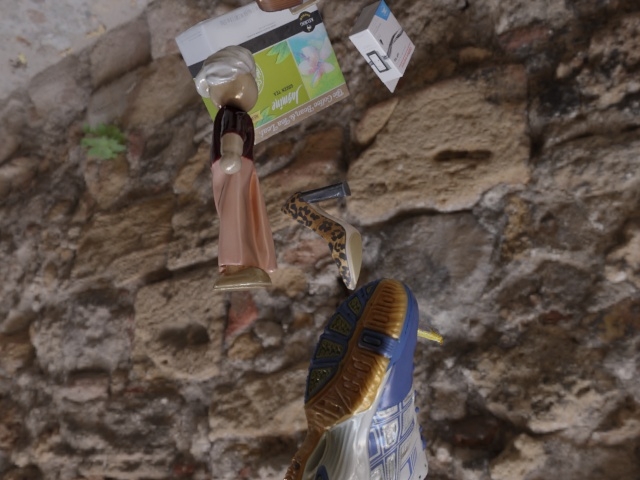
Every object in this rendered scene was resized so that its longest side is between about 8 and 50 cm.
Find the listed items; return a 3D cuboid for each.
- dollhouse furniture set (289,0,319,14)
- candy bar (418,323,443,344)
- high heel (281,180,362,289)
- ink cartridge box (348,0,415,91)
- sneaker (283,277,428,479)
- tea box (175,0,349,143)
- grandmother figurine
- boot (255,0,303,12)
[{"bbox_3d":[-0.020,-0.522,0.950,0.197,0.151,0.301,-29,165,-1],"label":"dollhouse furniture set"},{"bbox_3d":[0.142,0.146,1.024,0.161,0.018,0.040,19,-165,-15],"label":"candy bar"},{"bbox_3d":[0.000,0.000,1.428,0.186,0.261,0.093,-13,170,27],"label":"high heel"},{"bbox_3d":[0.071,-0.206,0.633,0.028,0.048,0.083,-5,142,45],"label":"ink cartridge box"},{"bbox_3d":[0.053,0.189,0.608,0.131,0.297,0.112,19,177,-29],"label":"sneaker"},{"bbox_3d":[-0.152,-0.467,1.594,0.329,0.324,0.220,-33,-157,-22],"label":"tea box"},{"bbox_3d":[-0.118,-0.103,0.830,0.104,0.343,0.208,-1,172,-21],"label":"grandmother figurine"},{"bbox_3d":[-0.006,-0.172,0.291,0.106,0.037,0.114,-20,154,8],"label":"boot"}]
